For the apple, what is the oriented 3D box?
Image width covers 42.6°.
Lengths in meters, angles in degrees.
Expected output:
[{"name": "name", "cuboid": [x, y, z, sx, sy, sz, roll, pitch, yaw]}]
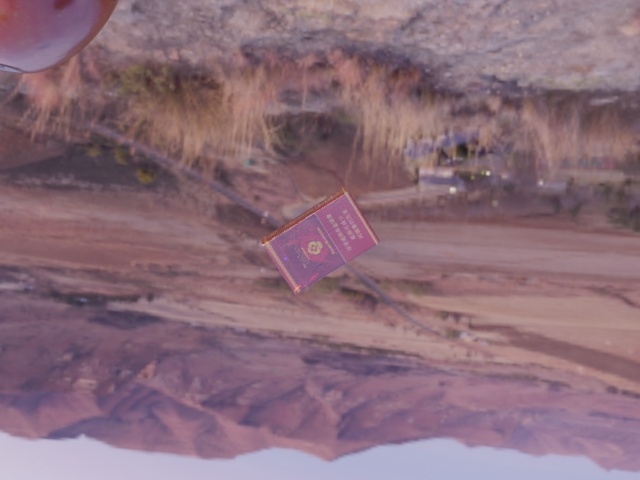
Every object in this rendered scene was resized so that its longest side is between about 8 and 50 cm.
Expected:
[{"name": "apple", "cuboid": [-0.301, -0.277, 0.822, 0.230, 0.230, 0.230, 6, 169, 1]}]

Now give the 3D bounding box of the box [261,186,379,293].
[{"name": "box", "cuboid": [0.000, 0.000, 0.665, 0.082, 0.051, 0.023, -32, -167, 4]}]
